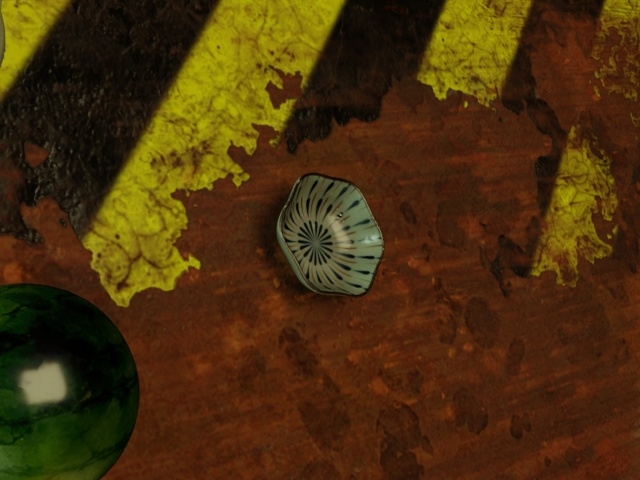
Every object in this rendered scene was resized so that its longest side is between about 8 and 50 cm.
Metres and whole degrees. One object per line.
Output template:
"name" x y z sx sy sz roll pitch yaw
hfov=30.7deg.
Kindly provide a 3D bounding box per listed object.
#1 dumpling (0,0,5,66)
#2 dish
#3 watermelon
"dumpling" -0.438 -0.235 1.326 0.155 0.111 0.181 15 48 -1
"dish" 0.000 0.000 1.641 0.191 0.066 0.190 15 66 -37
"watermelon" -0.306 0.160 1.183 0.242 0.242 0.242 17 63 -36
